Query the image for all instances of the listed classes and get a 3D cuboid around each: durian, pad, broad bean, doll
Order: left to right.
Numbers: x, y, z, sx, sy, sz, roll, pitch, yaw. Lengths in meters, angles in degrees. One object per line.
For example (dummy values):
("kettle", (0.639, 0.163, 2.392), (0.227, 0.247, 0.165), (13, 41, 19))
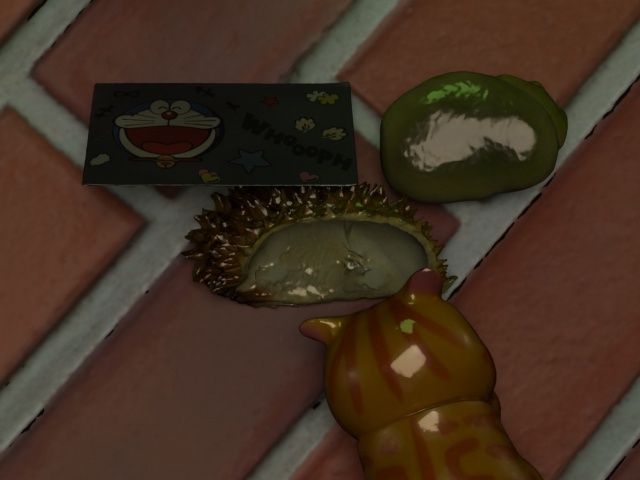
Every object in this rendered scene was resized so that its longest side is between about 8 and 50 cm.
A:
("pad", (-0.091, -0.100, 1.576), (0.245, 0.006, 0.170), (0, 38, -2))
("durian", (0.000, 0.000, 1.576), (0.252, 0.144, 0.139), (-7, 103, -9))
("doll", (0.096, 0.179, 1.524), (0.166, 0.162, 0.270), (-22, 72, 9))
("broad bean", (0.143, -0.097, 1.604), (0.174, 0.082, 0.124), (1, 83, -4))
